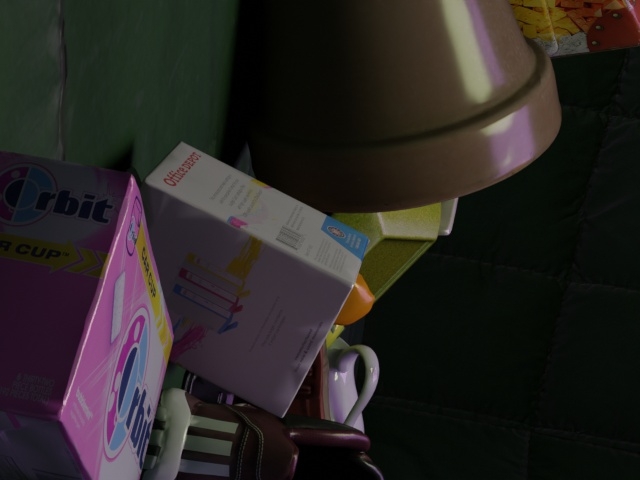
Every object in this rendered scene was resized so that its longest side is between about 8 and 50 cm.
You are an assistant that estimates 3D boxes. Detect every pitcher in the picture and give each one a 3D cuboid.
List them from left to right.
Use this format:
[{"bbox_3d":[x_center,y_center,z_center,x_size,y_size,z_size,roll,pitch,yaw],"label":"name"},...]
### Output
[{"bbox_3d":[0.011,0.226,1.819,0.178,0.125,0.207,7,-90,61],"label":"pitcher"}]

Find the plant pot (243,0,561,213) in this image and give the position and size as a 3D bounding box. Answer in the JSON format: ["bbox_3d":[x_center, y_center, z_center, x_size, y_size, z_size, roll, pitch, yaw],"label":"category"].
[{"bbox_3d":[0.053,-0.180,1.139,0.263,0.263,0.229,-71,153,-59],"label":"plant pot"}]

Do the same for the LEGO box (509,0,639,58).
[{"bbox_3d":[0.196,-0.481,1.390,0.372,0.193,0.500,43,51,-47],"label":"LEGO box"}]

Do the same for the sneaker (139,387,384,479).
[{"bbox_3d":[-0.023,0.182,1.085,0.281,0.162,0.106,37,61,-72],"label":"sneaker"}]

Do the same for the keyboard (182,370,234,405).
[{"bbox_3d":[-0.114,0.203,1.163,0.100,0.038,0.192,32,68,-59],"label":"keyboard"}]

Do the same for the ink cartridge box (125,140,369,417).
[{"bbox_3d":[-0.059,0.015,0.793,0.090,0.143,0.092,-63,180,18],"label":"ink cartridge box"}]

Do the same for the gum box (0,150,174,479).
[{"bbox_3d":[-0.113,0.056,0.630,0.188,0.062,0.107,90,12,-63],"label":"gum box"}]

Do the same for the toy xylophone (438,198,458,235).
[{"bbox_3d":[0.077,-0.167,1.684,0.322,0.081,0.236,57,32,-42],"label":"toy xylophone"}]

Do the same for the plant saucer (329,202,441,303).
[{"bbox_3d":[0.035,0.026,1.428,0.188,0.045,0.188,-46,159,19],"label":"plant saucer"}]

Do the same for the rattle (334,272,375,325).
[{"bbox_3d":[-0.041,0.047,1.027,0.130,0.143,0.199,-60,178,-7],"label":"rattle"}]

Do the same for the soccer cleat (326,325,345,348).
[{"bbox_3d":[-0.001,-0.001,1.764,0.121,0.093,0.289,8,97,-55],"label":"soccer cleat"}]

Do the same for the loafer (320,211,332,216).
[{"bbox_3d":[-0.028,0.003,1.499,0.267,0.084,0.096,98,-27,-66],"label":"loafer"}]

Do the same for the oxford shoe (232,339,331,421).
[{"bbox_3d":[-0.039,0.157,1.346,0.130,0.123,0.348,-82,180,-52],"label":"oxford shoe"}]
